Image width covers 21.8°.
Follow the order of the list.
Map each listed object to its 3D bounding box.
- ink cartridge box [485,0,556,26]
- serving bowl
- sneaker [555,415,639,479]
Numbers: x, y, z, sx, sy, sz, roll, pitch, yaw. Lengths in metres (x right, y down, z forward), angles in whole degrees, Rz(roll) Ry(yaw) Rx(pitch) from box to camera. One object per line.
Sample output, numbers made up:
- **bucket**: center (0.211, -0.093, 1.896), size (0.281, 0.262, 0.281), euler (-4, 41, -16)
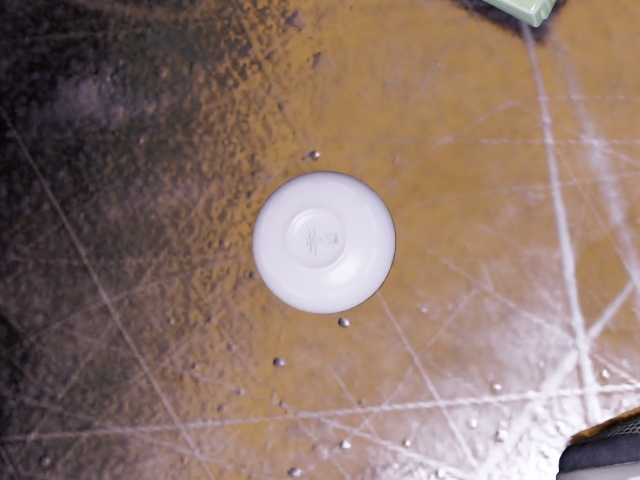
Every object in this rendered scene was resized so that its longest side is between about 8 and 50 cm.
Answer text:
- **ink cartridge box**: center (0.104, -0.262, 0.940), size (0.171, 0.056, 0.235), euler (29, 93, 11)
- **serving bowl**: center (0.000, 0.000, 0.948), size (0.083, 0.027, 0.083), euler (-1, 86, 8)
- **sneaker**: center (0.223, 0.063, 0.880), size (0.228, 0.087, 0.130), euler (-19, 81, 4)
